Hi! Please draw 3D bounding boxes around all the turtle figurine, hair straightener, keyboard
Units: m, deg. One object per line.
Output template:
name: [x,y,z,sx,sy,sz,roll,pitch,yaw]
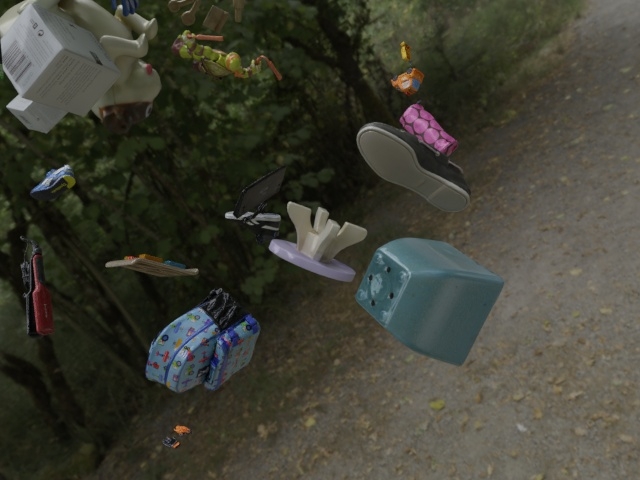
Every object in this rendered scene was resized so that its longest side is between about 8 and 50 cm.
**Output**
turtle figurine: [-0.240,-0.421,1.382,0.217,0.269,0.087,24,102,42]
hair straightener: [-0.636,0.103,1.277,0.089,0.231,0.047,-22,-12,31]
keyboard: [-0.228,-0.157,2.139,0.317,0.033,0.202,-42,-23,-56]

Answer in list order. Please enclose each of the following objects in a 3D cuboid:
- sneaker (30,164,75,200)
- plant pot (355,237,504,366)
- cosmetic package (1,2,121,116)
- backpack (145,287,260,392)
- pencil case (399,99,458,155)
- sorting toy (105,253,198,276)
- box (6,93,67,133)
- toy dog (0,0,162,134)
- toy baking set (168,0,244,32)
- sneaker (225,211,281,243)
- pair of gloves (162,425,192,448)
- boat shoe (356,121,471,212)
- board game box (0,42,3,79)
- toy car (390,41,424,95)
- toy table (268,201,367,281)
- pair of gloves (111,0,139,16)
sneaker: [-0.723,-0.156,1.586,0.144,0.053,0.059,-24,60,15]
plant pot: [0.238,0.131,1.438,0.247,0.252,0.248,42,112,53]
cosmetic package: [-0.595,-0.403,1.329,0.151,0.151,0.183,-42,-15,16]
backpack: [-0.206,0.188,1.000,0.173,0.117,0.158,-29,-30,-50]
pencil case: [0.352,-0.349,1.877,0.098,0.209,0.095,-12,-33,-39]
sorting toy: [-0.488,0.073,1.702,0.193,0.208,0.038,-6,74,47]
box: [-0.794,-0.407,1.697,0.130,0.091,0.170,18,63,41]
toy dog: [-0.606,-0.475,1.549,0.395,0.408,0.285,-35,38,10]
toy baking set: [-0.280,-0.637,1.460,0.196,0.256,0.030,-10,48,-24]
sneaker: [-0.266,-0.045,2.286,0.216,0.121,0.079,4,16,-9]
pair of gloves: [-0.429,0.589,1.753,0.074,0.010,0.083,0,29,38]
boat shoe: [0.215,-0.180,1.346,0.112,0.335,0.096,-35,35,41]
board game box: [-0.725,-0.462,1.180,0.136,0.260,0.030,-6,11,-31]
toy car: [0.143,-0.292,1.027,0.060,0.041,0.122,-11,-19,22]
toy table: [0.000,0.000,1.753,0.161,0.274,0.252,-67,25,10]
pair of gloves: [-0.395,-0.586,1.272,0.198,0.023,0.159,-59,-11,-24]
